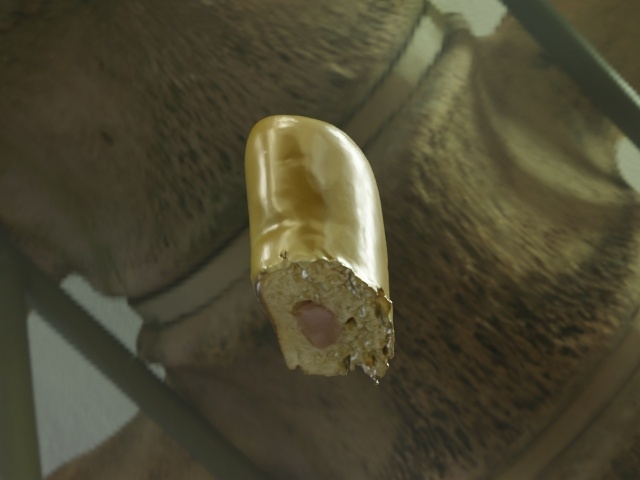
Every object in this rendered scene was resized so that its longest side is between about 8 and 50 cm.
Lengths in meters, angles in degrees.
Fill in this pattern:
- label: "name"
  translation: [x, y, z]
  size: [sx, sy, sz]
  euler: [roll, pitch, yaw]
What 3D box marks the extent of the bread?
- label: "bread"
  translation: [0.002, -0.001, 1.003]
  size: [0.085, 0.173, 0.134]
  euler: [-12, -40, 7]
